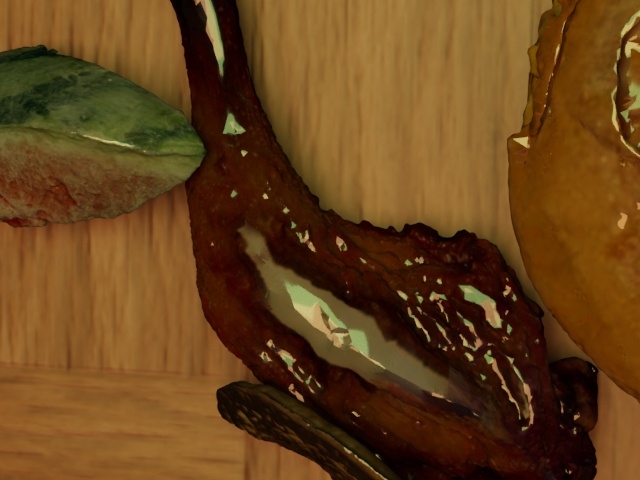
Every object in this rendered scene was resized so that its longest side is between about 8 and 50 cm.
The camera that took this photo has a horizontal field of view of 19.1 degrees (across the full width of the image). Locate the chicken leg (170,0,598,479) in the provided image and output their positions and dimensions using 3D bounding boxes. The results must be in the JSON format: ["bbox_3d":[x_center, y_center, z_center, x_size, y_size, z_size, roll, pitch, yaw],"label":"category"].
[{"bbox_3d":[0.000,0.000,1.061,0.158,0.096,0.407,-37,83,8],"label":"chicken leg"}]

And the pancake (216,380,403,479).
[{"bbox_3d":[0.023,0.145,1.069,0.020,0.184,0.190,-49,119,-18],"label":"pancake"}]

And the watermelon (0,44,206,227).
[{"bbox_3d":[-0.148,-0.055,1.080,0.180,0.081,0.094,3,119,42],"label":"watermelon"}]

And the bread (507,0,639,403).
[{"bbox_3d":[0.284,-0.059,0.934,0.358,0.204,0.337,15,100,15],"label":"bread"}]
